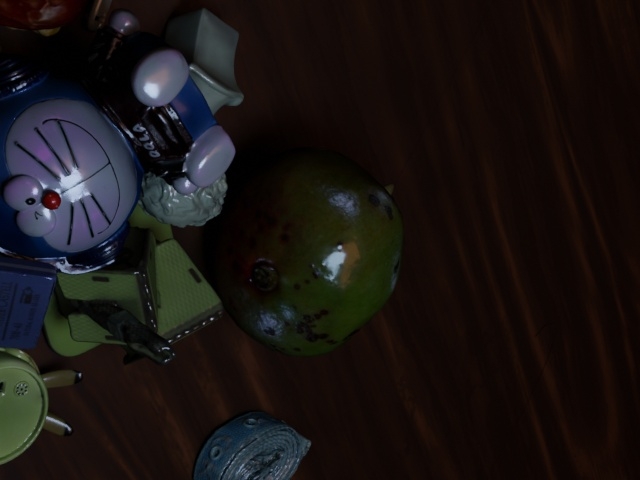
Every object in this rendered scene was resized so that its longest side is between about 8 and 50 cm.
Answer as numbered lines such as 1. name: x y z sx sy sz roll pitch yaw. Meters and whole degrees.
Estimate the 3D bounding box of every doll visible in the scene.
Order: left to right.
1. doll: -0.290 -0.108 1.777 0.310 0.240 0.284 -36 118 -8

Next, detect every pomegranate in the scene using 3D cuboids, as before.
1. pomegranate: 0.005 0.021 2.100 0.323 0.291 0.290 10 99 -53

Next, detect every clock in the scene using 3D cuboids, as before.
1. clock: -0.417 0.212 1.921 0.232 0.069 0.170 -1 107 -42

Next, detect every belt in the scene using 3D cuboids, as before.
1. belt: -0.106 0.334 2.246 0.163 0.082 0.147 -56 138 -9

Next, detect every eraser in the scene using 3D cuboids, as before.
1. eraser: -0.374 0.077 1.820 0.082 0.225 0.036 8 60 -15

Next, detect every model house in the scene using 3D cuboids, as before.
1. model house: -0.208 0.079 1.919 0.218 0.279 0.205 -29 126 -30

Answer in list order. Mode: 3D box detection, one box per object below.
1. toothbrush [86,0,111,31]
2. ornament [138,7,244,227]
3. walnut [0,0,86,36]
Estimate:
1. toothbrush: -0.229 -0.446 1.870 0.040 0.040 0.386 14 100 -44
2. ornament: -0.169 -0.159 1.934 0.130 0.120 0.285 10 85 -45
3. walnut: -0.355 -0.323 1.642 0.269 0.221 0.244 23 124 -6
